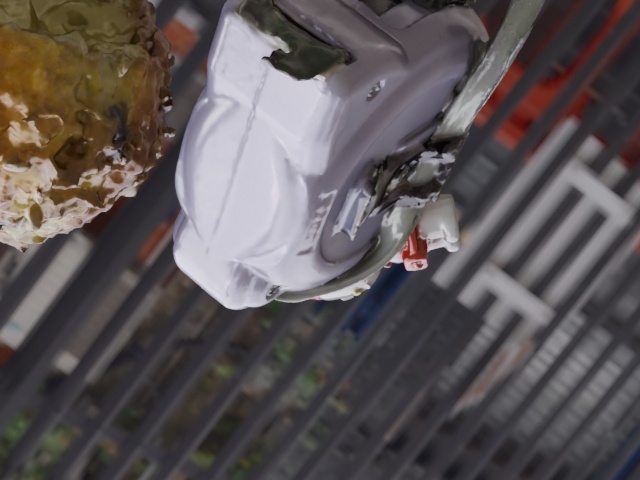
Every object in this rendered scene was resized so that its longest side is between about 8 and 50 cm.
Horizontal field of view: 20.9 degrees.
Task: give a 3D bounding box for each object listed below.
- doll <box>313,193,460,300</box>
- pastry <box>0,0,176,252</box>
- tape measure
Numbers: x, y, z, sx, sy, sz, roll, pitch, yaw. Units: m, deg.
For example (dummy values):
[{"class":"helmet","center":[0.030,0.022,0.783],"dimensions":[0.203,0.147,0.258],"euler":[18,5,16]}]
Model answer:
[{"class":"doll","center":[0.000,0.000,1.831],"dimensions":[0.161,0.290,0.130],"euler":[67,-165,-76]},{"class":"pastry","center":[-0.306,-0.168,1.611],"dimensions":[0.292,0.337,0.405],"euler":[-13,-117,-42]},{"class":"tape measure","center":[0.015,-0.058,0.859],"dimensions":[0.105,0.178,0.196],"euler":[38,142,18]}]
